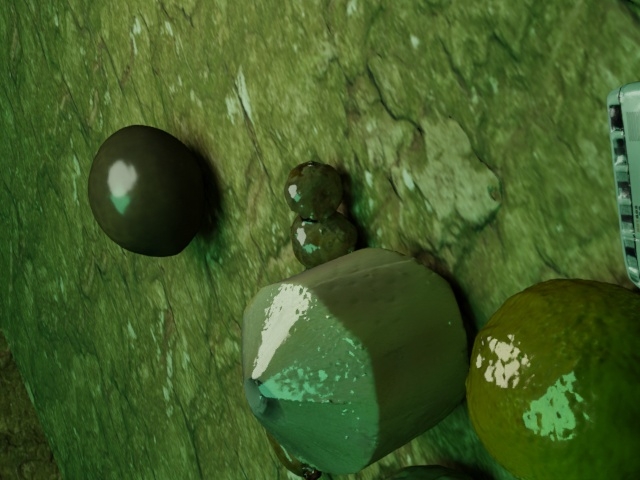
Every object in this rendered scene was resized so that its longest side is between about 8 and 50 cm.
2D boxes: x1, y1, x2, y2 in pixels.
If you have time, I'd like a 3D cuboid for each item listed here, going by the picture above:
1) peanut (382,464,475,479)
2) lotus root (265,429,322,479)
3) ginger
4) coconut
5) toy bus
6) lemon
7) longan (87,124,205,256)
[{"bbox_3d":[0.098,0.346,1.179,0.290,0.130,0.130,-45,65,54],"label":"peanut"},{"bbox_3d":[-0.039,0.284,1.418,0.072,0.063,0.152,-27,72,18],"label":"lotus root"},{"bbox_3d":[0.000,0.000,1.228,0.104,0.080,0.204,13,116,46],"label":"ginger"},{"bbox_3d":[0.024,0.138,1.094,0.239,0.244,0.239,30,129,46],"label":"coconut"},{"bbox_3d":[0.286,-0.041,0.781,0.089,0.087,0.194,8,110,63],"label":"toy bus"},{"bbox_3d":[0.228,0.130,0.835,0.231,0.192,0.192,15,115,55],"label":"lemon"},{"bbox_3d":[-0.271,-0.074,1.518,0.198,0.198,0.212,20,120,52],"label":"longan"}]
